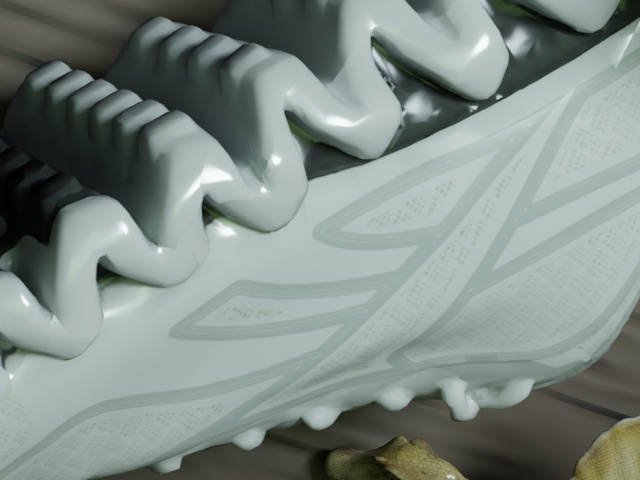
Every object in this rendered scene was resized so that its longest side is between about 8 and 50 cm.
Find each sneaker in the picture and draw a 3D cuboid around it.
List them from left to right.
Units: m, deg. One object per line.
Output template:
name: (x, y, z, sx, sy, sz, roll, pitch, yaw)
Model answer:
sneaker: (0.000, 0.000, 0.409, 0.292, 0.110, 0.118, -33, 115, -8)

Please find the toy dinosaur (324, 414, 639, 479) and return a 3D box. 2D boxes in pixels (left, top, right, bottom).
toy dinosaur: (0.094, 0.077, 0.455, 0.183, 0.053, 0.092, -4, 118, 0)
